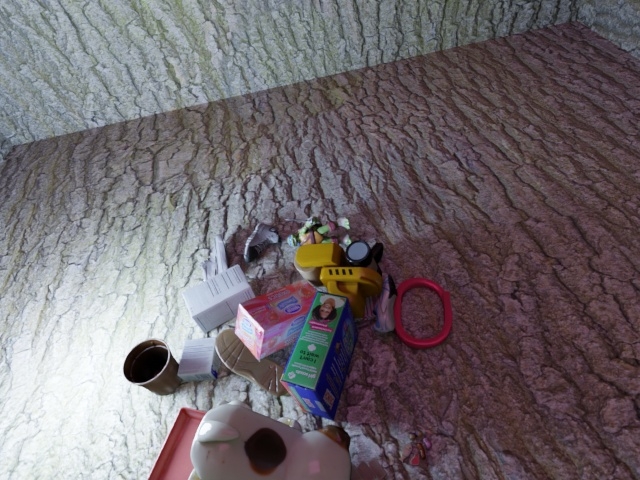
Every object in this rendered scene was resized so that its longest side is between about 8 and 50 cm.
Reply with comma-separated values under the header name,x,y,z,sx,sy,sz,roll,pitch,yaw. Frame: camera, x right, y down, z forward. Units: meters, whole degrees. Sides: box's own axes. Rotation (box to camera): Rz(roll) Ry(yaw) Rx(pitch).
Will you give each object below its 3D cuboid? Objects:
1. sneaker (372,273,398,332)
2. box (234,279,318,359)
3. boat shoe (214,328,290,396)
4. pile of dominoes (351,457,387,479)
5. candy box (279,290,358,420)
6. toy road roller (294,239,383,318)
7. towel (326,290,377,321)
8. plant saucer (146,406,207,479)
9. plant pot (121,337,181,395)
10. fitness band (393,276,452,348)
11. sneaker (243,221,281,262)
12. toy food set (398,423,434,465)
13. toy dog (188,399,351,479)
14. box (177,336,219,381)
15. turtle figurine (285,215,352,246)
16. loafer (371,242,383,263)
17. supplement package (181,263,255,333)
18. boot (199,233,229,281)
name,x,y,z,sx,sy,sz,roll,pitch,yaw
sneaker,0.232,0.225,1.460,0.086,0.085,0.237,-11,46,28
box,-0.132,0.272,1.418,0.300,0.142,0.154,-16,42,-41
boat shoe,-0.233,0.435,1.396,0.341,0.110,0.121,31,69,27
pile of dominoes,0.088,0.725,1.090,0.251,0.040,0.196,-23,37,8
candy box,0.013,0.373,1.295,0.122,0.268,0.317,6,51,21
toy road roller,0.063,0.150,1.465,0.330,0.202,0.240,-2,57,22
towel,0.121,0.241,1.531,0.197,0.029,0.144,-11,55,5
plant saucer,-0.378,0.683,1.253,0.259,0.047,0.259,6,51,16
plant pot,-0.575,0.456,1.407,0.167,0.165,0.167,-6,49,7
fitness band,0.373,0.261,1.469,0.209,0.054,0.290,-1,49,14
sneaker,-0.247,0.009,1.782,0.132,0.086,0.228,7,51,14
toy food set,0.293,0.616,1.196,0.078,0.019,0.122,19,56,25
toy dog,-0.116,0.578,1.077,0.408,0.395,0.284,13,38,4
box,-0.438,0.434,1.461,0.126,0.072,0.137,-7,50,6
turtle figurine,0.000,0.000,1.671,0.266,0.274,0.197,-13,82,-6
loafer,0.182,0.081,1.636,0.078,0.080,0.220,27,59,29
supplement package,-0.393,0.230,1.584,0.244,0.139,0.134,-27,51,-14
boot,-0.473,0.082,1.752,0.124,0.095,0.258,-13,49,-9
